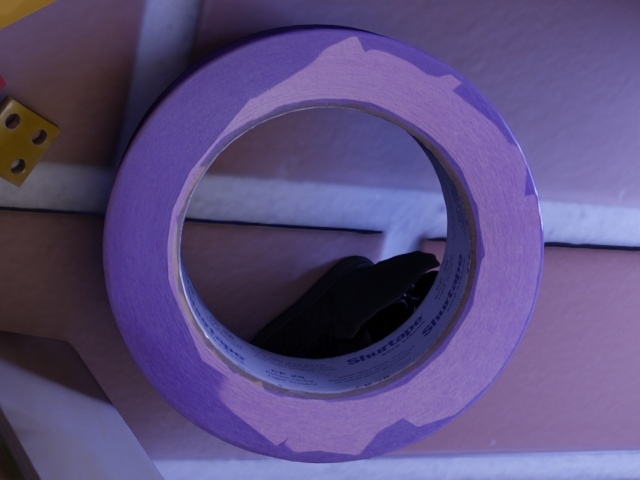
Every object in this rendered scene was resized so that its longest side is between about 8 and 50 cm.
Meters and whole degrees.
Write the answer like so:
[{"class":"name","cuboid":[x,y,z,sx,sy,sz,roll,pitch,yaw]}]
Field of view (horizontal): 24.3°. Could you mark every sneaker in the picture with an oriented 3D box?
[{"class":"sneaker","cuboid":[0.015,0.068,1.055,0.170,0.089,0.051,-47,124,-3]}]

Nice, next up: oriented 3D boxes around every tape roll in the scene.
[{"class":"tape roll","cuboid":[0.000,0.000,0.958,0.275,0.090,0.274,-1,101,-5]}]

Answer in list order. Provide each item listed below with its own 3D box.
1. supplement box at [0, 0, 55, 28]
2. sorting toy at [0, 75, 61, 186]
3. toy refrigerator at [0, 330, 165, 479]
[{"class":"supplement box","cuboid":[-0.190,-0.231,0.795,0.191,0.129,0.194,-30,122,-13]},{"class":"sorting toy","cuboid":[-0.270,-0.005,0.876,0.274,0.046,0.132,-38,138,-16]},{"class":"toy refrigerator","cuboid":[-0.168,0.155,0.890,0.094,0.269,0.102,13,106,-30]}]
